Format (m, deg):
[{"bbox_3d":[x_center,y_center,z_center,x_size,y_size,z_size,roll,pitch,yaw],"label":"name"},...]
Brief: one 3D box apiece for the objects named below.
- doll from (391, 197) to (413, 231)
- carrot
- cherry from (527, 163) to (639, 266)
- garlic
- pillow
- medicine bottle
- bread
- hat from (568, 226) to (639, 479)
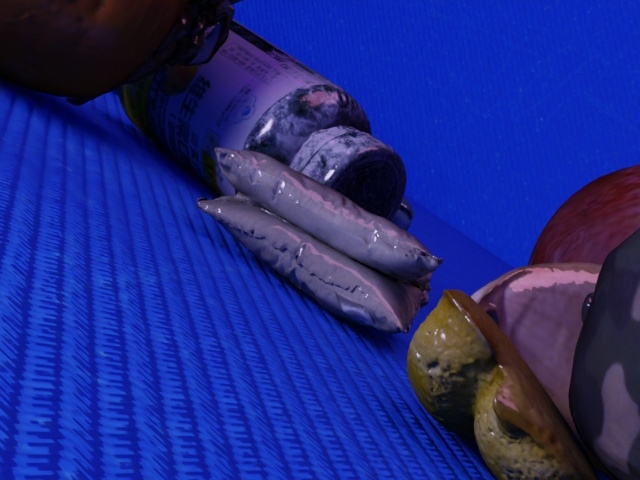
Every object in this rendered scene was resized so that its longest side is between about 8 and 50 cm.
[{"bbox_3d":[0.018,-0.056,1.205,0.159,0.059,0.158,31,9,-1],"label":"doll"},{"bbox_3d":[-0.214,-0.216,0.941,0.331,0.193,0.214,23,-10,-31],"label":"carrot"},{"bbox_3d":[0.359,0.080,1.142,0.326,0.291,0.335,24,16,-5],"label":"cherry"},{"bbox_3d":[0.203,0.099,0.864,0.245,0.145,0.164,34,21,-7],"label":"garlic"},{"bbox_3d":[0.000,0.000,0.879,0.181,0.078,0.134,31,3,8],"label":"pillow"},{"bbox_3d":[-0.053,-0.101,1.068,0.293,0.141,0.141,37,8,38],"label":"medicine bottle"},{"bbox_3d":[0.111,0.110,0.691,0.149,0.065,0.187,53,4,28],"label":"bread"},{"bbox_3d":[0.245,0.149,0.573,0.381,0.257,0.366,-71,148,-50],"label":"hat"}]
